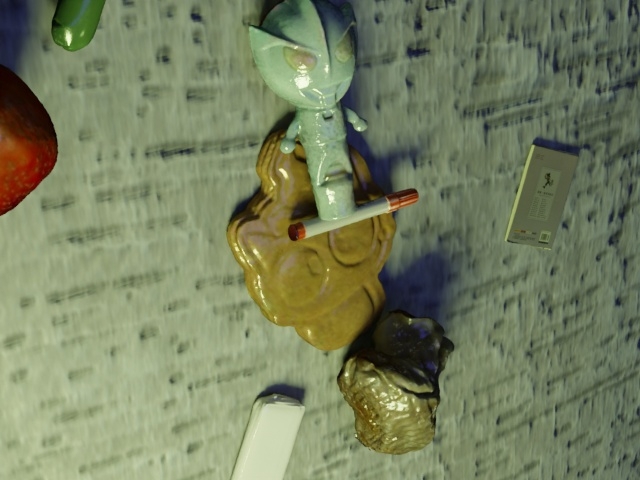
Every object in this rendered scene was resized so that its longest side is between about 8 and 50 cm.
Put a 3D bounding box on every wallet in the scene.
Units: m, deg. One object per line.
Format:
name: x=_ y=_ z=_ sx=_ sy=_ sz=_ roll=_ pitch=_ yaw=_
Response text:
wallet: x=-0.085 y=0.329 z=1.518 sx=0.095 sy=0.033 sz=0.190 roll=10 pitch=100 yaw=-39

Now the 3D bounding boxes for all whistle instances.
whistle: x=-0.006 y=-0.198 z=1.331 sx=0.142 sy=0.134 sz=0.346 roll=-29 pitch=117 yaw=-39

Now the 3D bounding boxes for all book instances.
book: x=0.397 y=-0.077 z=1.744 sx=0.127 sy=0.014 sz=0.181 roll=8 pitch=101 yaw=-37

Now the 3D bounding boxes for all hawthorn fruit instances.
hawthorn fruit: x=-0.387 y=-0.121 z=1.043 sx=0.179 sy=0.179 sz=0.200 roll=-45 pitch=143 yaw=-15

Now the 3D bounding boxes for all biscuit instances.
biscuit: x=0.003 y=0.001 z=1.463 sx=0.269 sy=0.051 sz=0.376 roll=-37 pitch=123 yaw=-23

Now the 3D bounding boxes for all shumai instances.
shumai: x=0.142 y=0.226 z=1.549 sx=0.185 sy=0.184 sz=0.218 roll=-32 pitch=128 yaw=-21

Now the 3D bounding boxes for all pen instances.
pen: x=0.053 y=-0.040 z=1.441 sx=0.239 sy=0.028 sz=0.028 roll=-18 pitch=115 yaw=-34

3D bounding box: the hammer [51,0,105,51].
hammer: x=-0.241 y=-0.380 z=1.129 sx=0.206 sy=0.119 sz=0.335 roll=15 pitch=103 yaw=-38
